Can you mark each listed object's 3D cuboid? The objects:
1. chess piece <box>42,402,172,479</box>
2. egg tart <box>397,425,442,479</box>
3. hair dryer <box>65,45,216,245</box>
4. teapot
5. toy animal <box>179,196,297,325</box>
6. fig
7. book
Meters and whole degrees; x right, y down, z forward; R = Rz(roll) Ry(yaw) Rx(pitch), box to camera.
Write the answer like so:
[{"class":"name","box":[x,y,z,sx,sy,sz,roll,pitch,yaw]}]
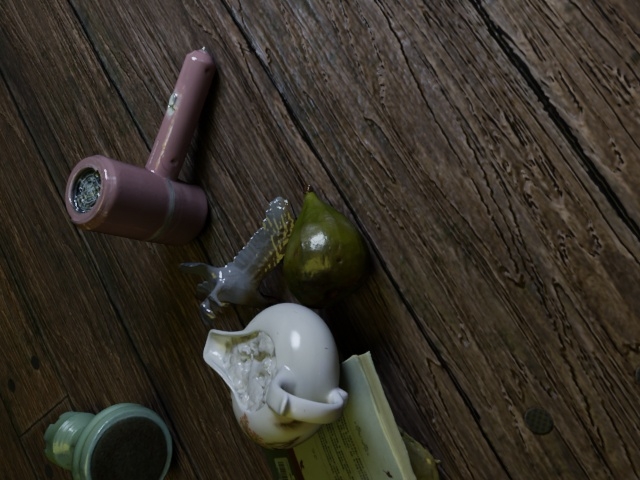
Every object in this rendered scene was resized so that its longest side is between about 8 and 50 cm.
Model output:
[{"class":"chess piece","box":[-0.469,0.435,1.150,0.299,0.195,0.194,-10,92,43]},{"class":"egg tart","box":[0.074,0.390,0.841,0.252,0.098,0.232,-47,69,32]},{"class":"hair dryer","box":[-0.272,-0.170,0.924,0.125,0.210,0.352,22,94,33]},{"class":"teapot","box":[-0.059,0.189,0.769,0.298,0.139,0.204,3,76,56]},{"class":"toy animal","box":[-0.134,0.090,0.906,0.272,0.160,0.197,-42,76,37]},{"class":"fig","box":[-0.011,0.007,0.817,0.184,0.127,0.133,55,134,9]},{"class":"book","box":[0.005,0.306,0.824,0.289,0.026,0.201,-35,69,41]}]
